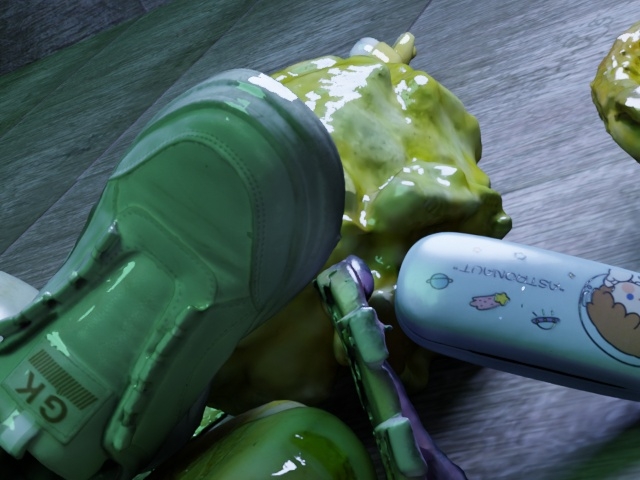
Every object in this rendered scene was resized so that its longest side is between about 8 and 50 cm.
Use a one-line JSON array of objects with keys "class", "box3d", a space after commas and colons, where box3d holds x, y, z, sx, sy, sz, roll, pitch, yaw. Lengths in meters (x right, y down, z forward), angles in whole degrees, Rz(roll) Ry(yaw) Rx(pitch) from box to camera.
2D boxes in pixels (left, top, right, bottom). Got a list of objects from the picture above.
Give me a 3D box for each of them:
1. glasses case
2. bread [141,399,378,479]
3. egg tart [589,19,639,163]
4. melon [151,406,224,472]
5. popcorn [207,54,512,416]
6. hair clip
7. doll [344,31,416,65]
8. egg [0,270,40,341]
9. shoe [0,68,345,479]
[{"class": "glasses case", "box3d": [0.129, 0.042, 0.731, 0.178, 0.045, 0.067, 14, 57, 4]}, {"class": "bread", "box3d": [-0.057, 0.170, 0.689, 0.213, 0.104, 0.213, -34, 6, 4]}, {"class": "egg tart", "box3d": [0.314, -0.101, 0.849, 0.294, 0.123, 0.294, -22, 22, 9]}, {"class": "melon", "box3d": [-0.074, 0.094, 1.038, 0.114, 0.053, 0.262, 3, 37, 25]}, {"class": "popcorn", "box3d": [0.000, 0.000, 0.882, 0.258, 0.224, 0.270, -18, 27, 15]}, {"class": "hair clip", "box3d": [0.041, 0.091, 0.666, 0.056, 0.187, 0.146, -29, -8, -3]}, {"class": "doll", "box3d": [0.020, -0.131, 1.367, 0.291, 0.086, 0.117, -49, -2, -46]}, {"class": "egg", "box3d": [-0.300, 0.107, 1.045, 0.253, 0.186, 0.186, 11, 12, -16]}, {"class": "shoe", "box3d": [-0.109, 0.052, 0.709, 0.159, 0.124, 0.316, -39, -16, -46]}]
